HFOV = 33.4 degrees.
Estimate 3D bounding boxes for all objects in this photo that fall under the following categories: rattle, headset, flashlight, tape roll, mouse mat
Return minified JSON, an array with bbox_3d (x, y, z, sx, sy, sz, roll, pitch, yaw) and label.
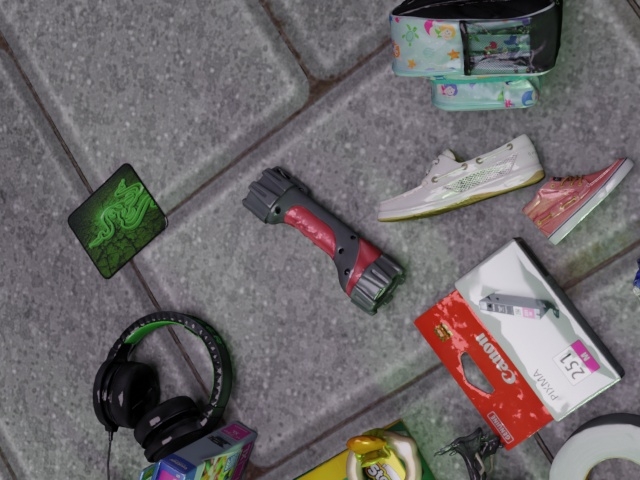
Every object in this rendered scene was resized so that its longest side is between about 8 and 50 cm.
[{"bbox_3d":[0.088,0.403,1.677,0.130,0.143,0.199,13,90,3],"label":"rattle"},{"bbox_3d":[-0.309,0.322,1.980,0.243,0.185,0.394,32,91,23],"label":"headset"},{"bbox_3d":[0.000,0.000,1.811,0.304,0.103,0.103,37,110,16],"label":"flashlight"},{"bbox_3d":[0.468,0.381,1.647,0.219,0.072,0.219,2,95,23],"label":"tape roll"},{"bbox_3d":[-0.390,-0.036,2.034,0.190,0.007,0.152,-40,78,21],"label":"mouse mat"}]

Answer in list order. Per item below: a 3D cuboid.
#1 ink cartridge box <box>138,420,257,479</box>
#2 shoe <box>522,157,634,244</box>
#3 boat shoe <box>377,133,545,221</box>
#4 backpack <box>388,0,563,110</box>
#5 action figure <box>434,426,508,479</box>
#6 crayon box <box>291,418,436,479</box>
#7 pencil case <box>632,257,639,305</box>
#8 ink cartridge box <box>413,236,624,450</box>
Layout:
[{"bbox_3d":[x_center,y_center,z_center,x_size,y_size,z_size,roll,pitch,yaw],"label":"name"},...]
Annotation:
[{"bbox_3d":[-0.227,0.437,1.832,0.065,0.311,0.185,26,105,21],"label":"ink cartridge box"},{"bbox_3d":[0.395,-0.080,1.646,0.081,0.063,0.178,46,114,9],"label":"shoe"},{"bbox_3d":[0.215,-0.100,1.712,0.277,0.098,0.096,-17,87,15],"label":"boat shoe"},{"bbox_3d":[0.231,-0.299,1.609,0.254,0.225,0.191,5,113,13],"label":"backpack"},{"bbox_3d":[0.289,0.442,1.691,0.141,0.164,0.275,-35,70,11],"label":"action figure"},{"bbox_3d":[0.089,0.539,1.811,0.313,0.106,0.362,-33,80,21],"label":"crayon box"},{"bbox_3d":[0.554,0.160,1.563,0.133,0.119,0.306,-17,87,0],"label":"pencil case"},{"bbox_3d":[0.306,0.172,1.711,0.239,0.060,0.275,-40,78,20],"label":"ink cartridge box"}]
